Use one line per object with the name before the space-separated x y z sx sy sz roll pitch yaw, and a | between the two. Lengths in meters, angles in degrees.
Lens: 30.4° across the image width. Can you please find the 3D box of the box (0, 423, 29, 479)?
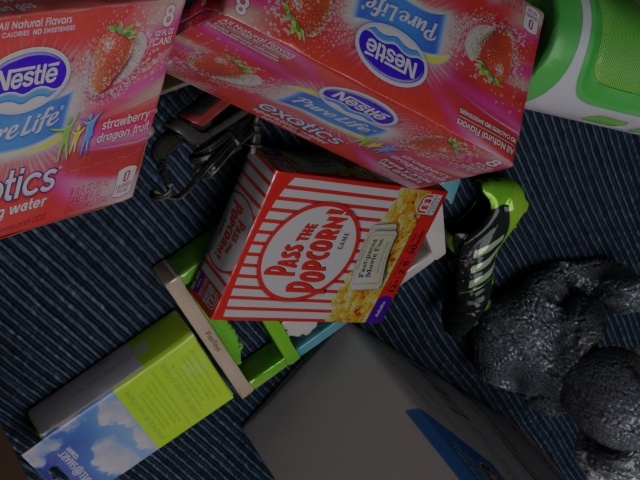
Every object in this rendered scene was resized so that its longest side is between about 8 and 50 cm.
box | -0.278 0.225 0.839 0.148 0.311 0.121 -11 130 -32

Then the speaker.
speaker | 0.266 -0.166 1.066 0.297 0.131 0.131 5 121 -40

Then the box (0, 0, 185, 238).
box | -0.236 -0.089 0.660 0.300 0.142 0.154 -24 141 -53

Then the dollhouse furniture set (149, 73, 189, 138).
dollhouse furniture set | -0.107 -0.125 0.845 0.114 0.081 0.091 -23 136 -20

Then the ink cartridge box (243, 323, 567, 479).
ink cartridge box | 0.146 0.285 1.236 0.166 0.285 0.395 -47 138 8

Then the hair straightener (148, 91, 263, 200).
hair straightener | -0.051 -0.092 0.883 0.230 0.047 0.089 -50 149 -35

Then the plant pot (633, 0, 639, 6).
plant pot | 0.350 -0.253 0.945 0.284 0.284 0.191 5 125 -40

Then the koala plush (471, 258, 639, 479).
koala plush | 0.294 0.148 1.282 0.203 0.221 0.196 5 121 -40

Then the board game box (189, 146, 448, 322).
board game box | 0.000 0.000 1.015 0.193 0.045 0.146 4 121 -39

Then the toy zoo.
toy zoo | 0.009 0.005 1.085 0.293 0.030 0.192 -36 138 -8

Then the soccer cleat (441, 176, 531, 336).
soccer cleat | 0.149 0.016 1.189 0.072 0.060 0.179 7 114 -30

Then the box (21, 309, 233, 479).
box | -0.176 0.153 1.060 0.178 0.042 0.109 -34 138 -8

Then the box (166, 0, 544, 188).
box | 0.019 -0.144 0.822 0.257 0.123 0.128 23 72 -32
